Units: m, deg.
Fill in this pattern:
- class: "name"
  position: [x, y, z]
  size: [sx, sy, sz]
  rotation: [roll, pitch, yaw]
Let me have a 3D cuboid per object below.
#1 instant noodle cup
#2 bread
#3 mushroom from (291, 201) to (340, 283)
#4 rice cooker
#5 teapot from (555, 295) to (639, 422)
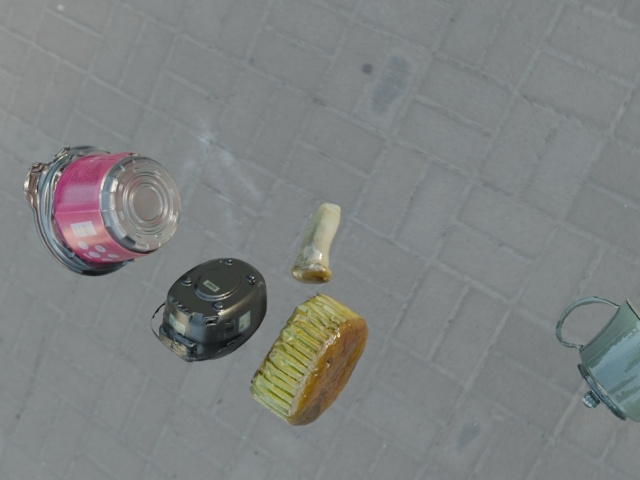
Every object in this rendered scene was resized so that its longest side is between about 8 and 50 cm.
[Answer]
- class: "instant noodle cup"
  position: [-0.385, -0.062, 1.469]
  size: [0.181, 0.302, 0.258]
  rotation: [-3, 79, 38]
- class: "bread"
  position: [-0.017, 0.239, 1.540]
  size: [0.142, 0.227, 0.253]
  rotation: [37, 98, 24]
- class: "mushroom"
  position: [0.000, 0.000, 1.630]
  size: [0.084, 0.071, 0.209]
  rotation: [6, 56, 15]
- class: "rice cooker"
  position: [-0.174, 0.110, 1.250]
  size: [0.142, 0.203, 0.118]
  rotation: [32, 135, 21]
- class: "teapot"
  position: [0.433, 0.184, 1.109]
  size: [0.149, 0.162, 0.239]
  rotation: [-45, 55, 19]
